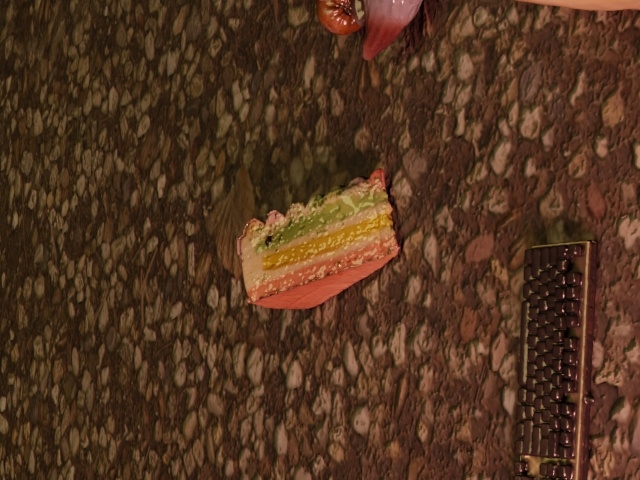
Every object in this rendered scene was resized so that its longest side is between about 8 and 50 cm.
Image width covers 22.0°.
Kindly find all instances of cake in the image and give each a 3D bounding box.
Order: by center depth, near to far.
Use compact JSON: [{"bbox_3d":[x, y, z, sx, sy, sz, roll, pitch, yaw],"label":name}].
[{"bbox_3d":[0.014,0.006,1.935,0.225,0.090,0.109,-22,61,34],"label":"cake"}]

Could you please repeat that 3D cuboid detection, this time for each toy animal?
[{"bbox_3d":[0.086,-0.334,1.822,0.324,0.090,0.195,-30,86,32],"label":"toy animal"}]

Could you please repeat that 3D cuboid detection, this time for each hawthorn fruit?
[{"bbox_3d":[0.023,-0.279,1.967,0.103,0.067,0.066,-139,59,-79],"label":"hawthorn fruit"}]

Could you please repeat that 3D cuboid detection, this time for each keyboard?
[{"bbox_3d":[0.222,0.157,1.574,0.106,0.027,0.316,-8,77,58],"label":"keyboard"}]

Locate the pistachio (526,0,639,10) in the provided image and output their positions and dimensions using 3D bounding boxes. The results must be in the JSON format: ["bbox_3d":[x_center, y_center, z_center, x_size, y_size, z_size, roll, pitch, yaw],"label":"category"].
[{"bbox_3d":[0.227,-0.302,1.541,0.299,0.188,0.187,29,109,50],"label":"pistachio"}]
